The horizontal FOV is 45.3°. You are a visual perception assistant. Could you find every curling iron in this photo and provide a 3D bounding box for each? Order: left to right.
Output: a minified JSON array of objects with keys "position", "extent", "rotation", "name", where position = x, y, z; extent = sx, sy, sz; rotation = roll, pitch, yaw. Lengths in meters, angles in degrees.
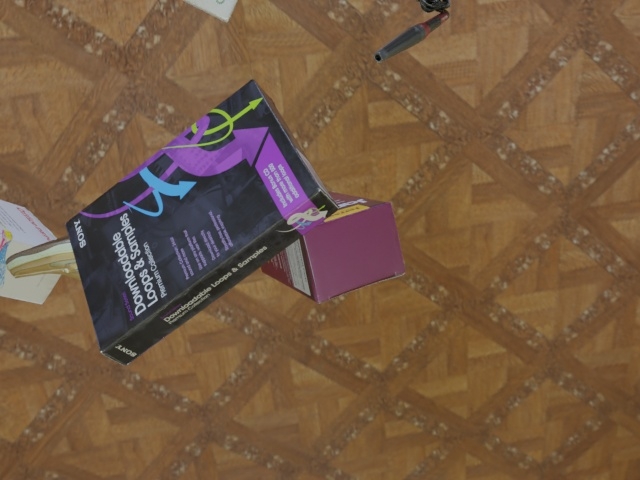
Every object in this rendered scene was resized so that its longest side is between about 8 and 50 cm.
[{"position":[0.152,-0.356,1.293],"extent":[0.068,0.274,0.035],"rotation":[37,138,3],"name":"curling iron"}]

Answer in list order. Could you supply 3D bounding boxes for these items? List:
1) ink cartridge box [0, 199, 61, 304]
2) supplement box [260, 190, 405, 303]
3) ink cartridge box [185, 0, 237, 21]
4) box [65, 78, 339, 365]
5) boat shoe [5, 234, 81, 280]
[{"position":[-0.615,-0.005,1.347],"extent":[0.117,0.201,0.278],"rotation":[-58,145,5],"name":"ink cartridge box"},{"position":[0.000,0.000,0.846],"extent":[0.104,0.188,0.081],"rotation":[-17,104,-20],"name":"supplement box"},{"position":[-0.276,-0.511,1.216],"extent":[0.371,0.069,0.176],"rotation":[21,103,-31],"name":"ink cartridge box"},{"position":[-0.080,-0.014,0.476],"extent":[0.162,0.116,0.029],"rotation":[-37,141,8],"name":"box"},{"position":[-0.276,0.025,0.910],"extent":[0.190,0.068,0.072],"rotation":[-15,100,6],"name":"boat shoe"}]
